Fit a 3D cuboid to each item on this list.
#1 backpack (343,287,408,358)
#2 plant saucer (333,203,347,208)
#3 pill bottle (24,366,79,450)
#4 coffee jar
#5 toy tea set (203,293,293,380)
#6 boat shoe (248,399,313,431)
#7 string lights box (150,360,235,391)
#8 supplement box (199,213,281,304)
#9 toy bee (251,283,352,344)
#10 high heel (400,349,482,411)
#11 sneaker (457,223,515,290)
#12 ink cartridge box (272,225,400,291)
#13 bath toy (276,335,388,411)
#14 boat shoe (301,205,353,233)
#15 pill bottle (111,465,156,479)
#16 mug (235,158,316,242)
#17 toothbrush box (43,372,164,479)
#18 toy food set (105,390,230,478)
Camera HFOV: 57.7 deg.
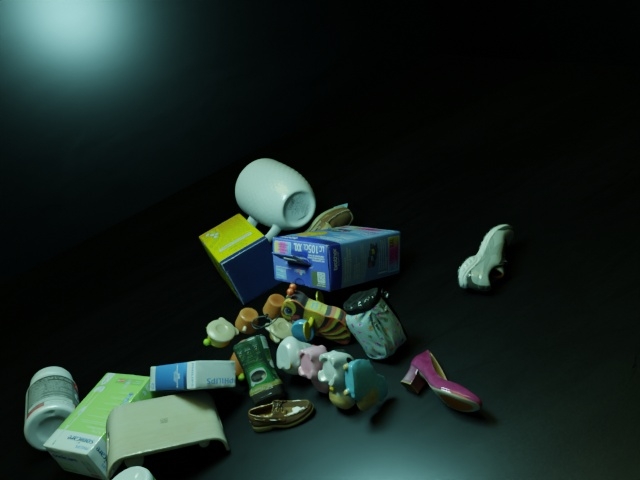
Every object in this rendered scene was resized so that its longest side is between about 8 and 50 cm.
[{"bbox_3d":[0.149,0.229,1.581,0.115,0.182,0.152,-36,8,-26],"label":"backpack"},{"bbox_3d":[0.076,-0.095,2.412,0.067,0.018,0.192,-15,27,18],"label":"plant saucer"},{"bbox_3d":[-0.868,0.534,1.884,0.161,0.161,0.283,-31,27,-13],"label":"pill bottle"},{"bbox_3d":[-0.168,0.362,1.611,0.096,0.184,0.079,-24,-18,4],"label":"coffee jar"},{"bbox_3d":[-0.200,0.302,1.816,0.200,0.124,0.336,38,40,24],"label":"toy tea set"},{"bbox_3d":[-0.106,0.449,1.516,0.178,0.060,0.064,-18,27,13],"label":"boat shoe"},{"bbox_3d":[-0.373,0.396,1.683,0.133,0.077,0.259,11,-20,-42],"label":"string lights box"},{"bbox_3d":[-0.307,0.063,2.242,0.195,0.194,0.356,-31,27,-13],"label":"supplement box"},{"bbox_3d":[-0.051,0.213,1.689,0.298,0.162,0.195,-3,32,-8],"label":"toy bee"},{"bbox_3d":[0.304,0.327,1.380,0.117,0.082,0.244,-49,21,-22],"label":"high heel"},{"bbox_3d":[0.509,0.056,1.705,0.108,0.100,0.271,20,52,36],"label":"sneaker"},{"bbox_3d":[0.032,0.053,1.857,0.395,0.151,0.270,-12,13,-42],"label":"ink cartridge box"},{"bbox_3d":[0.019,0.344,1.538,0.129,0.151,0.348,0,5,-37],"label":"bath toy"},{"bbox_3d":[0.000,0.000,2.207,0.324,0.123,0.120,-39,34,-10],"label":"boat shoe"},{"bbox_3d":[-0.380,0.610,1.283,0.117,0.208,0.118,-19,27,10],"label":"pill bottle"},{"bbox_3d":[-0.200,-0.143,2.500,0.328,0.276,0.374,31,90,51],"label":"mug"},{"bbox_3d":[-0.629,0.540,1.718,0.206,0.122,0.283,-5,32,32],"label":"toothbrush box"},{"bbox_3d":[-0.414,0.518,1.552,0.306,0.092,0.220,-6,21,-18],"label":"toy food set"}]
